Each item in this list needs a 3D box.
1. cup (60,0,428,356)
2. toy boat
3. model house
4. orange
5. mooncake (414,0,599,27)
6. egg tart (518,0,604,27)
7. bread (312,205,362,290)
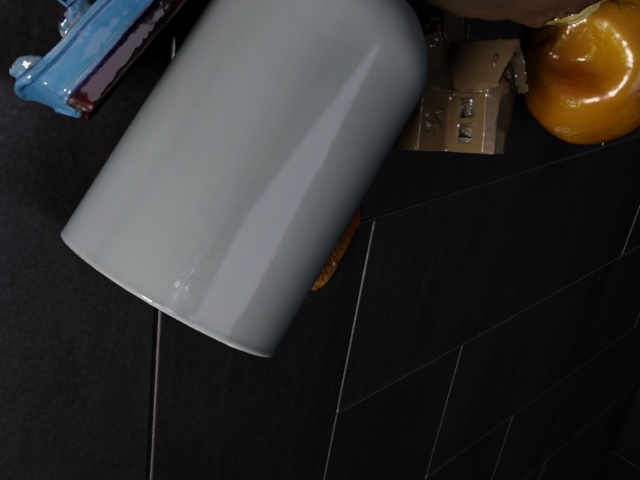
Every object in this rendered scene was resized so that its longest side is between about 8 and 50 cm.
[{"bbox_3d":[-0.050,-0.080,0.634,0.312,0.205,0.205,-58,144,-3],"label":"cup"},{"bbox_3d":[-0.150,-0.191,0.548,0.097,0.100,0.223,40,75,-17],"label":"toy boat"},{"bbox_3d":[0.142,-0.223,0.820,0.181,0.176,0.248,-7,103,-46],"label":"model house"},{"bbox_3d":[0.424,-0.257,1.081,0.249,0.183,0.249,-27,132,-34],"label":"orange"},{"bbox_3d":[0.159,-0.362,0.636,0.324,0.187,0.324,-12,133,-14],"label":"mooncake"},{"bbox_3d":[0.254,-0.323,0.835,0.074,0.191,0.191,-50,146,-40],"label":"egg tart"},{"bbox_3d":[0.000,0.000,0.884,0.129,0.044,0.126,-59,145,-6],"label":"bread"}]
